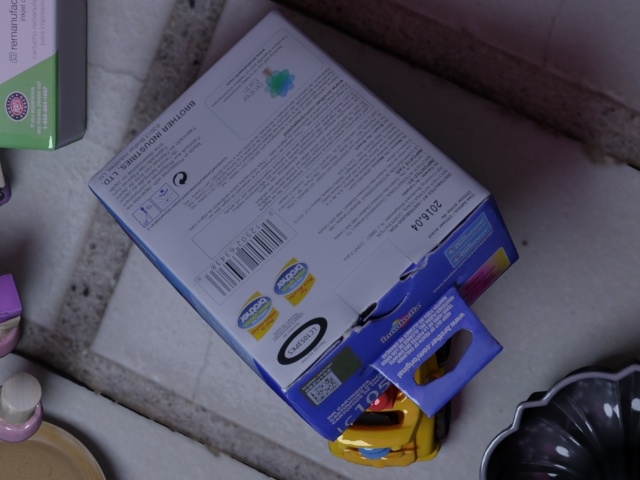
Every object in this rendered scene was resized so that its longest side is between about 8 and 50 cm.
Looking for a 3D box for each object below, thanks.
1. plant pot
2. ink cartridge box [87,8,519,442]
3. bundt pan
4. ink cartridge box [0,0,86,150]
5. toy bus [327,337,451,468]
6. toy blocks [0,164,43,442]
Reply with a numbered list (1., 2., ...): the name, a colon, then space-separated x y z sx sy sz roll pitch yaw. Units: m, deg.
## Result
1. plant pot: -0.350 0.318 1.850 0.236 0.032 0.236 -1 73 3
2. ink cartridge box: 0.000 0.000 1.589 0.270 0.151 0.395 -44 58 -5
3. bundt pan: 0.329 0.272 1.739 0.331 0.124 0.330 2 104 10
4. ink cartridge box: -0.397 -0.207 1.752 0.273 0.115 0.198 4 102 9
5. toy bus: 0.058 0.152 1.712 0.149 0.211 0.220 0 104 8
6. toy blocks: -0.466 0.097 1.804 0.289 0.260 0.309 -10 76 -17
